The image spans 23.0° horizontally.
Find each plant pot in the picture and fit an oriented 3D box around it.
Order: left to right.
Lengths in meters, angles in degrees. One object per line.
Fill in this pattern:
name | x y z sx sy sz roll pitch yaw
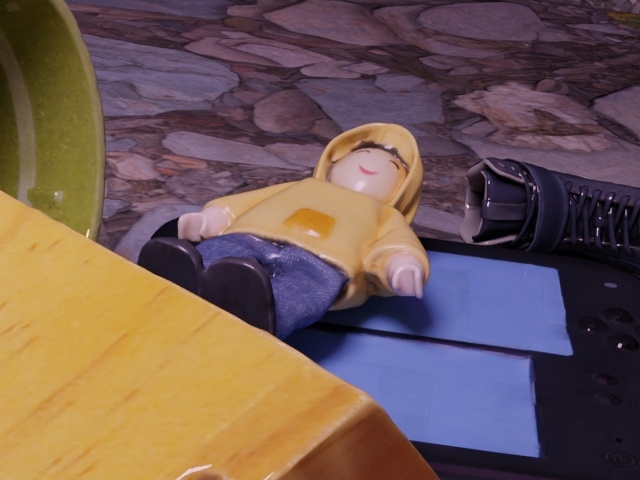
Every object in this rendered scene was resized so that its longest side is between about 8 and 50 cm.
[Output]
plant pot | -0.320 -0.052 1.038 0.254 0.276 0.276 4 17 23

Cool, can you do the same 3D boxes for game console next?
game console | 0.056 0.076 1.070 0.386 0.060 0.342 7 19 1

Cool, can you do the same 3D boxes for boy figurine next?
boy figurine | 0.000 0.000 1.063 0.177 0.092 0.285 16 29 26

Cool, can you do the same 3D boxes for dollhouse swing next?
dollhouse swing | -0.137 0.149 0.622 0.347 0.305 0.315 25 50 38

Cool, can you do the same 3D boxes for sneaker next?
sneaker | 0.219 -0.014 1.313 0.163 0.086 0.226 5 7 -41
